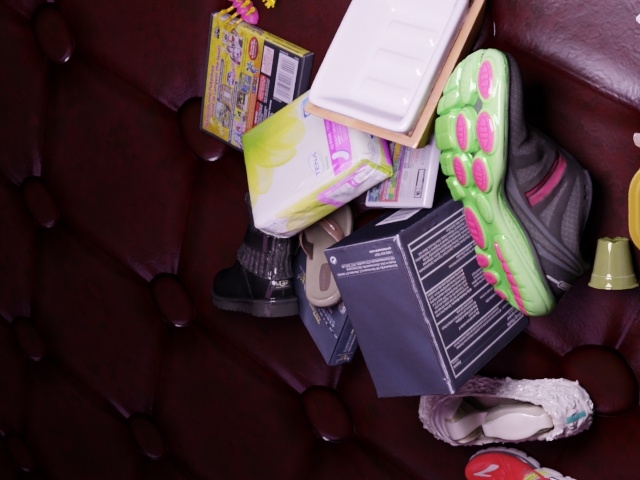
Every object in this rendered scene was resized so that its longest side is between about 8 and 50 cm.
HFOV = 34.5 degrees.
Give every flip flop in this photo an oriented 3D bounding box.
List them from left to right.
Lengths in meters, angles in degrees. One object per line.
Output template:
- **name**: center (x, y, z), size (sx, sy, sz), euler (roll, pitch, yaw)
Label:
- **flip flop**: center (0.000, 0.000, 2.040), size (0.112, 0.277, 0.080), euler (-13, 147, 25)

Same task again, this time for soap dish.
- **soap dish**: center (0.133, -0.308, 1.755), size (0.229, 0.118, 0.290), euler (22, 83, 30)

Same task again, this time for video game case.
- **video game case**: center (-0.138, -0.304, 2.124), size (0.248, 0.035, 0.274), euler (29, 128, 26)
- **video game case**: center (0.155, -0.157, 1.851), size (0.183, 0.023, 0.201), euler (4, 84, 59)

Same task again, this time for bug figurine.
- **bug figurine**: center (-0.148, -0.533, 1.993), size (0.279, 0.072, 0.216), euler (-24, 101, 39)

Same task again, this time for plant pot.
- **plant pot**: center (0.495, 0.036, 1.740), size (0.083, 0.083, 0.079), euler (5, 102, 38)

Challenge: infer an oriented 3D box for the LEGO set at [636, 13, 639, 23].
- **LEGO set**: center (0.560, -0.338, 1.510), size (0.244, 0.060, 0.182), euler (51, 130, 9)

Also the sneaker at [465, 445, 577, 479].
- **sneaker**: center (0.397, 0.490, 2.011), size (0.279, 0.118, 0.107), euler (14, 119, 35)

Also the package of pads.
- **package of pads**: center (-0.010, -0.158, 1.943), size (0.296, 0.101, 0.229), euler (-30, 56, 34)

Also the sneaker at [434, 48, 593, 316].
- **sneaker**: center (0.332, -0.106, 1.705), size (0.185, 0.202, 0.482), euler (33, 148, 54)

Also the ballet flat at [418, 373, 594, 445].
- **ballet flat**: center (0.325, 0.334, 1.987), size (0.409, 0.147, 0.147), euler (-15, 101, 44)

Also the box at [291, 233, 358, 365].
- **box**: center (0.016, 0.113, 2.122), size (0.232, 0.059, 0.183), euler (58, 142, 40)

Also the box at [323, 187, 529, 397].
- **box**: center (0.196, 0.087, 1.856), size (0.183, 0.296, 0.294), euler (-13, 102, 42)

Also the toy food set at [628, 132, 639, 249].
- **toy food set**: center (0.556, -0.079, 1.640), size (0.128, 0.071, 0.217), euler (0, 115, 14)

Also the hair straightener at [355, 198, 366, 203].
- **hair straightener**: center (0.040, -0.137, 2.059), size (0.230, 0.047, 0.089), euler (27, 127, 22)

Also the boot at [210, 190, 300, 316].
- **boot**: center (-0.139, 0.017, 2.210), size (0.348, 0.131, 0.260), euler (5, 100, 60)
